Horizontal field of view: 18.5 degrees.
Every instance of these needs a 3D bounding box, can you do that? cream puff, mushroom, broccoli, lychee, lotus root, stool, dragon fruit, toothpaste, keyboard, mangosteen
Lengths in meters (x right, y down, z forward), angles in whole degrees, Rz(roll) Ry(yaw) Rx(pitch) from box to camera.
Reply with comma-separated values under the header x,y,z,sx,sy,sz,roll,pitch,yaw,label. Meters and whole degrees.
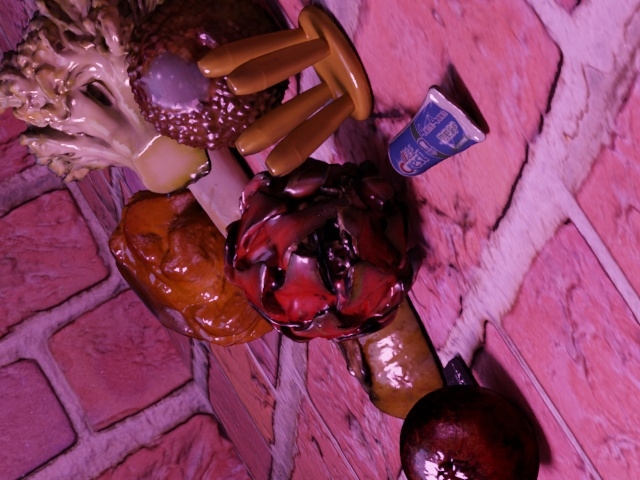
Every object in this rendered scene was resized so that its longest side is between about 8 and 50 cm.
x,y,z,sx,sy,sz,roll,pitch,yaw,label
-0.158,0.034,2.448,0.241,0.155,0.269,47,175,-10,cream puff
-0.159,-0.120,2.340,0.333,0.087,0.107,54,176,14,mushroom
-0.222,-0.153,2.116,0.288,0.248,0.245,78,166,-53,broccoli
-0.102,-0.160,1.849,0.171,0.171,0.171,57,168,20,lychee
0.050,0.102,2.000,0.203,0.078,0.183,64,167,-7,lotus root
-0.028,-0.130,1.693,0.135,0.110,0.134,55,166,21,stool
0.000,0.006,1.751,0.182,0.182,0.188,47,160,49,dragon fruit
0.084,-0.080,1.533,0.057,0.035,0.197,45,167,-1,toothpaste
0.175,0.203,1.860,0.204,0.013,0.061,58,168,10,keyboard
0.136,0.184,1.765,0.140,0.140,0.140,57,168,20,mangosteen
